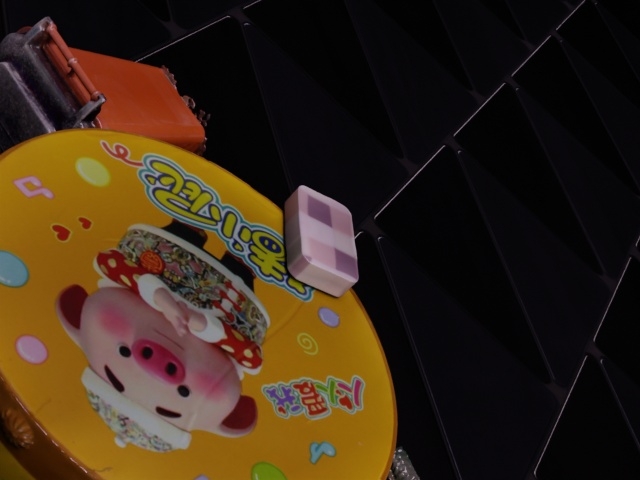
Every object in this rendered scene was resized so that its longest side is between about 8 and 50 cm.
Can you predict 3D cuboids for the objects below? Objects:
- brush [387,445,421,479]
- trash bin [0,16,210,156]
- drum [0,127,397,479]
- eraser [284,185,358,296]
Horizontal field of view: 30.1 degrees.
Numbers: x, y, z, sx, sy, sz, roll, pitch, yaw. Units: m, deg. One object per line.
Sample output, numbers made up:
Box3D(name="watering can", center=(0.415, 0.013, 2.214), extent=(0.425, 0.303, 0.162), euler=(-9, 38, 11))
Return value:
Box3D(name="brush", center=(0.070, 0.215, 1.298), extent=(0.034, 0.027, 0.190), euler=(8, 46, -43))
Box3D(name="trash bin", center=(-0.236, -0.123, 1.234), extent=(0.161, 0.184, 0.239), euler=(54, 29, 16))
Box3D(name="drum", center=(-0.154, 0.124, 1.004), extent=(0.431, 0.214, 0.431), euler=(27, 36, -21))
Box3D(name="eraser", center=(0.000, 0.000, 1.092), extent=(0.065, 0.026, 0.105), euler=(27, 35, -28))
